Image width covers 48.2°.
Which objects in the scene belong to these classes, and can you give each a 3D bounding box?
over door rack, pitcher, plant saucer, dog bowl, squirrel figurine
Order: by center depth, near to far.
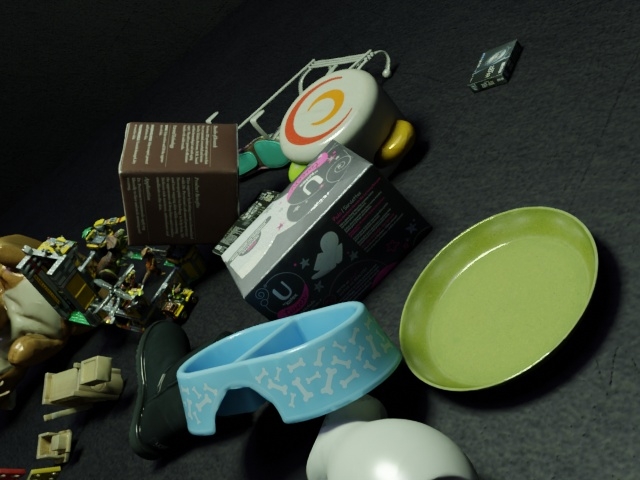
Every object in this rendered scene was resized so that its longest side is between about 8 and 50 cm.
[{"bbox_3d":[0.048,0.246,0.668,0.177,0.125,0.207,-59,20,-9],"label":"pitcher"},{"bbox_3d":[0.194,0.067,0.782,0.241,0.037,0.241,-33,31,22],"label":"plant saucer"},{"bbox_3d":[-0.050,0.146,0.838,0.297,0.074,0.166,-20,8,37],"label":"dog bowl"},{"bbox_3d":[-0.038,-0.272,1.443,0.324,0.108,0.240,-34,23,-23],"label":"over door rack"},{"bbox_3d":[-0.668,0.195,1.626,0.370,0.281,0.397,-56,13,3],"label":"squirrel figurine"}]

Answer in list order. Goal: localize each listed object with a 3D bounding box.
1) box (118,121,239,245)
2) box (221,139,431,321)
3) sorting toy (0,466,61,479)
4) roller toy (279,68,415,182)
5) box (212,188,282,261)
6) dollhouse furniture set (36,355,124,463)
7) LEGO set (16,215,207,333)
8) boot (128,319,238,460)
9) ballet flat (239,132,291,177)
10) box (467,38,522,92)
[{"bbox_3d":[-0.250,-0.103,1.305,0.203,0.168,0.167,-1,39,-8],"label":"box"},{"bbox_3d":[0.000,0.000,1.023,0.247,0.142,0.163,-45,28,1],"label":"box"},{"bbox_3d":[-0.547,0.454,1.202,0.275,0.132,0.046,-36,55,23],"label":"sorting toy"},{"bbox_3d":[0.045,-0.173,1.187,0.209,0.146,0.191,-31,41,19],"label":"roller toy"},{"bbox_3d":[-0.080,-0.001,1.203,0.147,0.077,0.180,-53,29,-12],"label":"box"},{"bbox_3d":[-0.405,0.306,1.268,0.182,0.101,0.160,-21,61,39],"label":"dollhouse furniture set"},{"bbox_3d":[-0.399,0.035,1.353,0.331,0.192,0.255,15,56,34],"label":"LEGO set"},{"bbox_3d":[-0.188,0.189,1.079,0.207,0.094,0.246,-35,36,28],"label":"boot"},{"bbox_3d":[-0.117,-0.187,1.519,0.222,0.076,0.079,-13,23,47],"label":"ballet flat"},{"bbox_3d":[0.278,-0.277,1.140,0.067,0.018,0.083,-9,45,50],"label":"box"}]
